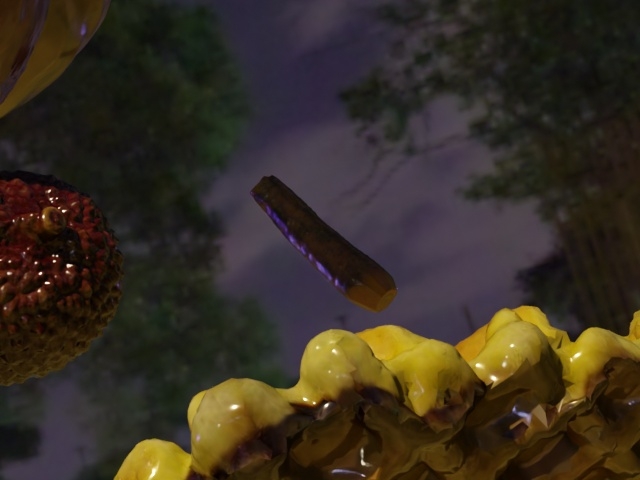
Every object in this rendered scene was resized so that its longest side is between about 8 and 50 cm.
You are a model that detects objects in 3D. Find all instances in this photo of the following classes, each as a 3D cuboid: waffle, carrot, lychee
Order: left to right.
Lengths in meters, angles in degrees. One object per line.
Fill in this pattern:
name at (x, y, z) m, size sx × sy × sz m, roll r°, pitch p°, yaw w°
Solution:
lychee at (-0.334, 0.045, 1.654) m, size 0.236 × 0.236 × 0.271 m, roll -3°, pitch -36°, yaw -40°
carrot at (0.000, 0.000, 1.344) m, size 0.042 × 0.171 × 0.042 m, roll -33°, pitch -30°, yaw -22°
waffle at (0.016, 0.143, 0.594) m, size 0.282 × 0.058 × 0.300 m, roll 12°, pitch -60°, yaw -37°

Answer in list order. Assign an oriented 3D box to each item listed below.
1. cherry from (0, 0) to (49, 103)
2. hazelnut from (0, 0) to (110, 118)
cherry at (-0.229, -0.105, 0.589) m, size 0.261 × 0.221 × 0.307 m, roll -8°, pitch -26°, yaw 1°
hazelnut at (-0.257, -0.192, 0.988) m, size 0.241 × 0.261 × 0.261 m, roll 19°, pitch -1°, yaw 22°
